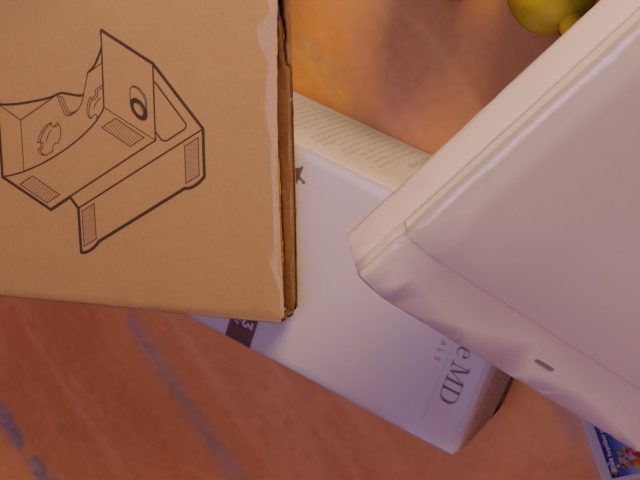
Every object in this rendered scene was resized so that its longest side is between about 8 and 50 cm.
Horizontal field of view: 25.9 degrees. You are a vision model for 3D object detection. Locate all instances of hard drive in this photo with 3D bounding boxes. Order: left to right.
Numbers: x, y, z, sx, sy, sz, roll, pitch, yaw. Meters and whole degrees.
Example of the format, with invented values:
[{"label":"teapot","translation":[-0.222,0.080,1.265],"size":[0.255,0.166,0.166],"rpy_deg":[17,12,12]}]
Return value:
[{"label":"hard drive","translation":[0.188,-0.046,0.568],"size":[0.203,0.040,0.307],"rpy_deg":[31,118,-33]}]

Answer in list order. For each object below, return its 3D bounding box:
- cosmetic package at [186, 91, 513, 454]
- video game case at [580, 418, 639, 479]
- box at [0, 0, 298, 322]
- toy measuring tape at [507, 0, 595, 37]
[{"label":"cosmetic package","translation":[0.000,0.000,0.716],"size":[0.231,0.085,0.117],"rpy_deg":[26,112,18]},{"label":"video game case","translation":[0.184,0.068,0.688],"size":[0.122,0.011,0.087],"rpy_deg":[-17,95,26]},{"label":"box","translation":[-0.107,-0.048,0.695],"size":[0.201,0.021,0.164],"rpy_deg":[4,102,24]},{"label":"toy measuring tape","translation":[0.212,-0.166,0.553],"size":[0.330,0.121,0.121],"rpy_deg":[-33,87,35]}]
